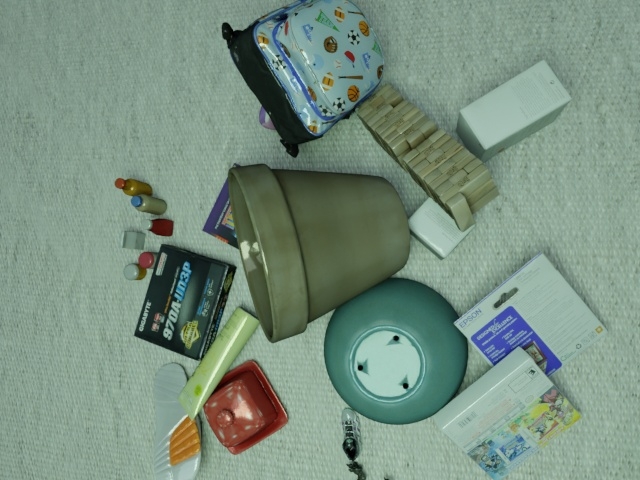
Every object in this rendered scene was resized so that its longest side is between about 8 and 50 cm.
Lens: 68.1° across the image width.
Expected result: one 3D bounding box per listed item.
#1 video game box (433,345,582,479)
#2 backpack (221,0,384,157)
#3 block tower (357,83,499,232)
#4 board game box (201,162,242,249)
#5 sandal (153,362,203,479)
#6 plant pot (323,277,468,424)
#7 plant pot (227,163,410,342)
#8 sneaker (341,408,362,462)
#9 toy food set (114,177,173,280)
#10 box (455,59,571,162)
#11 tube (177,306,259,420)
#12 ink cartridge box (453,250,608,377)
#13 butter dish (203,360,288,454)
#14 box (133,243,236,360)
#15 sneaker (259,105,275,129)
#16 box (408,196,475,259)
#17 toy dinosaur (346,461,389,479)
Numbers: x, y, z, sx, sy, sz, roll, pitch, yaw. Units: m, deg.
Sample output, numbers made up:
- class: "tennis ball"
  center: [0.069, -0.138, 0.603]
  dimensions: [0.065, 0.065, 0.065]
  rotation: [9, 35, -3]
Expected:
- class: "video game box"
  center: [0.341, 0.320, 0.862]
  dimensions: [0.205, 0.048, 0.187]
  rotation: [-42, 107, 6]
- class: "backpack"
  center: [-0.004, -0.349, 0.916]
  dimensions: [0.213, 0.263, 0.276]
  rotation: [-1, 128, 46]
- class: "block tower"
  center: [0.193, -0.167, 0.888]
  dimensions: [0.097, 0.091, 0.335]
  rotation: [-38, 50, 8]
- class: "board game box"
  center: [-0.162, -0.066, 1.051]
  dimensions: [0.141, 0.048, 0.170]
  rotation: [25, 91, 12]
- class: "sandal"
  center: [-0.304, 0.403, 1.038]
  dimensions: [0.102, 0.076, 0.265]
  rotation: [-15, 61, 2]
- class: "plant pot"
  center: [0.132, 0.215, 0.885]
  dimensions: [0.290, 0.195, 0.290]
  rotation: [-1, 86, 13]
- class: "plant pot"
  center: [0.000, 0.000, 0.886]
  dimensions: [0.281, 0.323, 0.323]
  rotation: [-13, 82, -16]
- class: "sneaker"
  center: [0.060, 0.393, 0.950]
  dimensions: [0.038, 0.069, 0.098]
  rotation: [-16, 82, 11]
- class: "toy food set"
  center: [-0.412, -0.022, 1.074]
  dimensions: [0.111, 0.104, 0.232]
  rotation: [6, 87, 13]
- class: "box"
  center: [0.359, -0.237, 0.903]
  dimensions: [0.171, 0.130, 0.091]
  rotation: [-30, 80, 8]
- class: "tube"
  center: [-0.219, 0.255, 1.005]
  dimensions: [0.062, 0.070, 0.240]
  rotation: [33, 82, 5]
- class: "ink cartridge box"
  center: [0.384, 0.154, 0.877]
  dimensions: [0.206, 0.045, 0.208]
  rotation: [-41, 100, 7]
- class: "butter dish"
  center: [-0.177, 0.357, 0.983]
  dimensions: [0.160, 0.118, 0.160]
  rotation: [-34, 79, 7]
- class: "box"
  center: [-0.304, 0.136, 1.064]
  dimensions: [0.175, 0.051, 0.220]
  rotation: [17, 90, 14]
- class: "sneaker"
  center: [-0.098, -0.358, 1.044]
  dimensions: [0.105, 0.095, 0.236]
  rotation: [13, 84, 20]
- class: "box"
  center: [0.231, -0.025, 0.930]
  dimensions: [0.101, 0.102, 0.087]
  rotation: [43, 92, 12]
- class: "toy dinosaur"
  center: [0.091, 0.520, 0.941]
  dimensions: [0.268, 0.064, 0.118]
  rotation: [11, 95, 11]
